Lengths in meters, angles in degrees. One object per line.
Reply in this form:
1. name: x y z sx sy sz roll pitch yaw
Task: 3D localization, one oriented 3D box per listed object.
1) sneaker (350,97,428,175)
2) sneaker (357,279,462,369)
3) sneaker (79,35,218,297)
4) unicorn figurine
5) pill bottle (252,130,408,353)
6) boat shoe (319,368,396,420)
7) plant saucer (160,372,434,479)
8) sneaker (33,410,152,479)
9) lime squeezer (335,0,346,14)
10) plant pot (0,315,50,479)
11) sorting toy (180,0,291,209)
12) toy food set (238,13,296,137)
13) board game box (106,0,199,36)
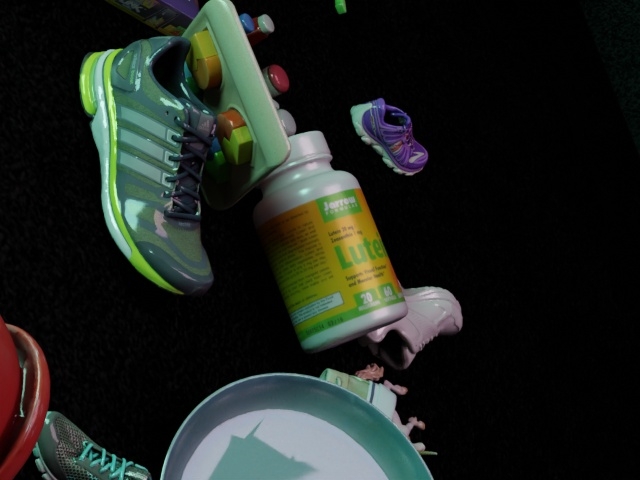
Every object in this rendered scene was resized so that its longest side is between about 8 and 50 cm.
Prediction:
1. sneaker: 0.115 -0.153 2.154 0.170 0.071 0.068 35 40 -47
2. sneaker: 0.109 0.118 1.919 0.232 0.090 0.115 13 63 -47
3. sneaker: -0.164 -0.085 1.532 0.111 0.121 0.300 6 63 -59
4. unicorn figurine: 0.090 0.225 1.803 0.162 0.060 0.111 43 16 21
5. pill bottle: 0.000 0.000 1.744 0.136 0.136 0.245 -9 76 -63
6. boat shoe: 0.006 0.265 1.602 0.094 0.109 0.302 24 38 -3
7. plant saucer: -0.018 0.285 1.450 0.317 0.044 0.317 14 55 -21
8. sneaker: -0.187 0.211 1.295 0.166 0.076 0.065 55 28 -20
9. lime squeezer: 0.031 -0.496 2.303 0.110 0.059 0.310 46 32 -33
10. plant pot: -0.303 0.105 1.051 0.174 0.191 0.191 45 33 -41
11. sorting toy: -0.118 -0.143 1.608 0.038 0.208 0.193 -19 84 -28
12. toy food set: -0.086 -0.209 1.795 0.232 0.104 0.111 34 40 -46
13. board game box: -0.218 -0.334 1.724 0.170 0.048 0.141 24 47 -53
